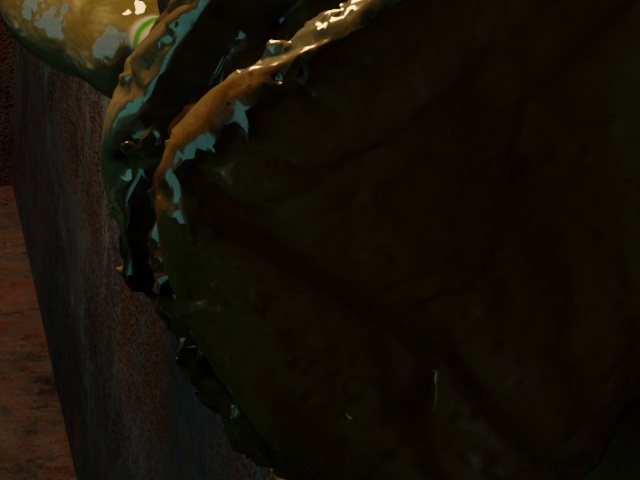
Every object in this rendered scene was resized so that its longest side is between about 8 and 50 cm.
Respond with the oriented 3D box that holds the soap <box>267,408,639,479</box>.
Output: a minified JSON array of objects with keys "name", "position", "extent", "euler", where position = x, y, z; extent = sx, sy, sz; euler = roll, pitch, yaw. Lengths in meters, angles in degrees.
[{"name":"soap","position":[0.065,0.083,0.781],"extent":[0.091,0.199,0.315],"euler":[45,-169,-35]}]

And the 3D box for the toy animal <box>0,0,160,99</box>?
[{"name":"toy animal","position":[-0.186,-0.218,1.574],"extent":[0.363,0.180,0.181],"euler":[35,139,39]}]

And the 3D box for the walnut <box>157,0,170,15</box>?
[{"name":"walnut","position":[0.031,-0.178,0.759],"extent":[0.273,0.227,0.273],"euler":[174,90,-69]}]

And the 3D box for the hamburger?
[{"name":"hamburger","position":[0.059,-0.032,0.603],"extent":[0.259,0.283,0.144],"euler":[58,174,-28]}]
